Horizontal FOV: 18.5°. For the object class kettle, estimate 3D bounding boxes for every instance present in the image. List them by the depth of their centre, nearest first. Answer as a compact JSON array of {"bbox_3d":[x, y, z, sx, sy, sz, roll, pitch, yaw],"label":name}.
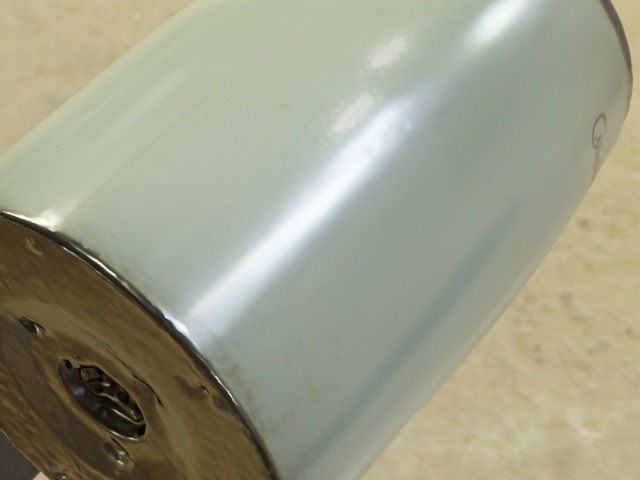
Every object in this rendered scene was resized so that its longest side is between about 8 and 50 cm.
[{"bbox_3d":[0.000,0.000,0.709,0.161,0.221,0.236,25,55,28],"label":"kettle"}]

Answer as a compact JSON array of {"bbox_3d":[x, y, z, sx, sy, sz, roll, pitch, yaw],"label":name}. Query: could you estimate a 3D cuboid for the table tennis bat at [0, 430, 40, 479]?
[{"bbox_3d":[-0.157,0.055,1.038,0.027,0.150,0.236,21,53,42],"label":"table tennis bat"}]
